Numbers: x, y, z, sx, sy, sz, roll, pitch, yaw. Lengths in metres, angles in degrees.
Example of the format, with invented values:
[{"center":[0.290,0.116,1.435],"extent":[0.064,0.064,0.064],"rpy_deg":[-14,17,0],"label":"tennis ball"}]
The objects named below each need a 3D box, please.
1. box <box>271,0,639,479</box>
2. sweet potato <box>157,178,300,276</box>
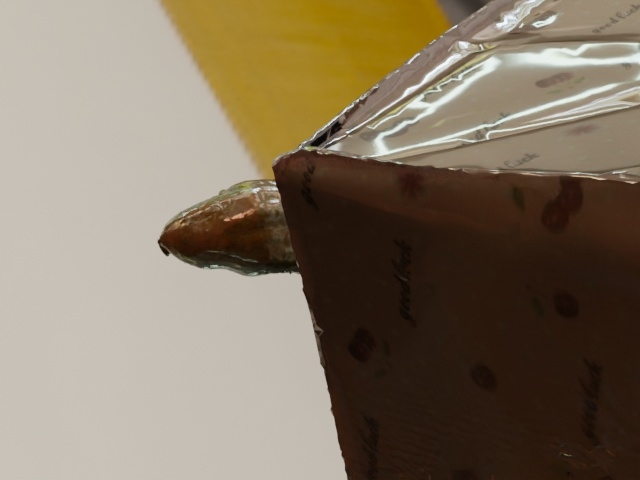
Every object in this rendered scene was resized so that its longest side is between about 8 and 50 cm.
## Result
[{"center":[0.174,0.020,0.552],"extent":[0.297,0.225,0.190],"rpy_deg":[3,-64,35],"label":"box"},{"center":[0.002,0.000,0.923],"extent":[0.053,0.182,0.054],"rpy_deg":[-1,-101,47],"label":"sweet potato"}]
